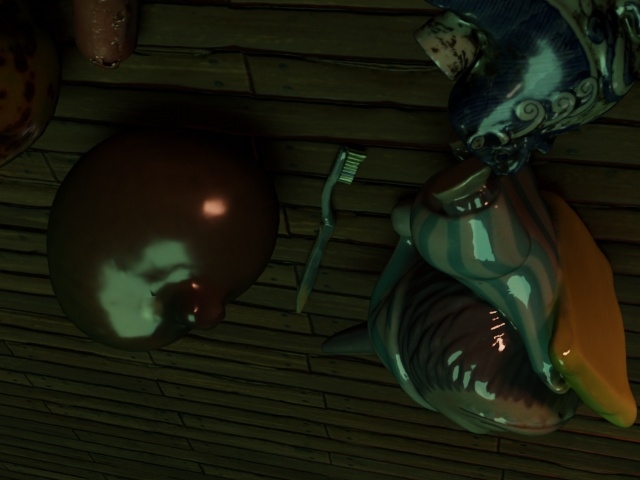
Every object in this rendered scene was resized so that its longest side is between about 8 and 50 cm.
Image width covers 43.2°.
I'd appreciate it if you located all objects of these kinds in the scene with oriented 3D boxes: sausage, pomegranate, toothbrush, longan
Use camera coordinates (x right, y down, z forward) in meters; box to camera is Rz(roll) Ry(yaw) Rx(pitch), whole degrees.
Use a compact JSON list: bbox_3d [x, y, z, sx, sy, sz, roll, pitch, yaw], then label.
[{"bbox_3d":[-0.225,-0.241,0.848,0.076,0.076,0.141,19,146,-2],"label":"sausage"},{"bbox_3d":[-0.419,-0.201,0.894,0.242,0.306,0.242,-20,133,-23],"label":"pomegranate"},{"bbox_3d":[0.000,0.000,1.098,0.037,0.028,0.375,12,143,-6],"label":"toothbrush"},{"bbox_3d":[-0.187,-0.003,0.972,0.300,0.300,0.243,-14,156,34],"label":"longan"}]

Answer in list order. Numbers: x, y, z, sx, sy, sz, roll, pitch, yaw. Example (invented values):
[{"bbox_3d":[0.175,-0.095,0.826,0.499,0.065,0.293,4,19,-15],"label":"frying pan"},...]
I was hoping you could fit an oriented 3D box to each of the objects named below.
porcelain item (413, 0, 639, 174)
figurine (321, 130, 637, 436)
[{"bbox_3d":[0.145,-0.192,0.666,0.186,0.138,0.288,-40,125,15],"label":"porcelain item"},{"bbox_3d":[0.130,0.085,0.959,0.377,0.266,0.361,-23,115,30],"label":"figurine"}]
